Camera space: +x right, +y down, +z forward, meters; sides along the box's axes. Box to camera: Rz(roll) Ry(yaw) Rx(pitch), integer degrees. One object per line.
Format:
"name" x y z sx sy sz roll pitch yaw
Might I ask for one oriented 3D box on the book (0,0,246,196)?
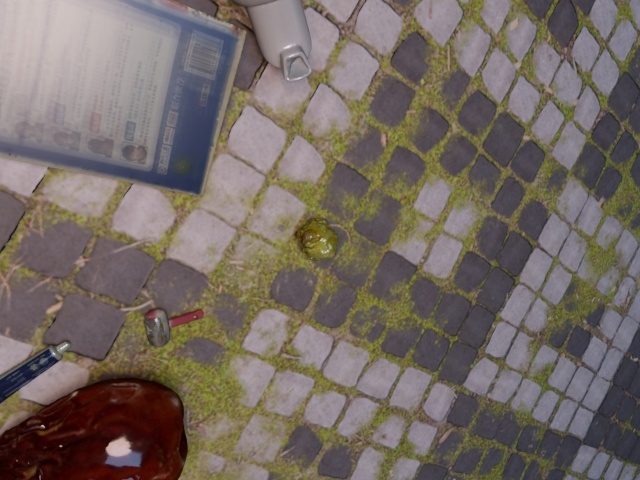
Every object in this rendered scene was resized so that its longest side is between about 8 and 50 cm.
"book" -0.263 -0.185 0.569 0.323 0.018 0.228 11 106 -32

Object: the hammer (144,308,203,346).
"hammer" -0.202 0.114 0.697 0.083 0.031 0.052 -15 112 -35

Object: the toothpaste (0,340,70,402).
"toothpaste" -0.376 0.170 0.619 0.140 0.021 0.037 -35 108 -15

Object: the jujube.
"jujube" -0.287 0.262 0.622 0.237 0.168 0.167 -10 107 -9

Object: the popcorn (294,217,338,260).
"popcorn" 0.000 0.003 0.760 0.060 0.068 0.083 -38 158 10

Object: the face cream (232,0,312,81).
"face cream" -0.086 -0.373 0.572 0.146 0.145 0.369 -31 130 -18
